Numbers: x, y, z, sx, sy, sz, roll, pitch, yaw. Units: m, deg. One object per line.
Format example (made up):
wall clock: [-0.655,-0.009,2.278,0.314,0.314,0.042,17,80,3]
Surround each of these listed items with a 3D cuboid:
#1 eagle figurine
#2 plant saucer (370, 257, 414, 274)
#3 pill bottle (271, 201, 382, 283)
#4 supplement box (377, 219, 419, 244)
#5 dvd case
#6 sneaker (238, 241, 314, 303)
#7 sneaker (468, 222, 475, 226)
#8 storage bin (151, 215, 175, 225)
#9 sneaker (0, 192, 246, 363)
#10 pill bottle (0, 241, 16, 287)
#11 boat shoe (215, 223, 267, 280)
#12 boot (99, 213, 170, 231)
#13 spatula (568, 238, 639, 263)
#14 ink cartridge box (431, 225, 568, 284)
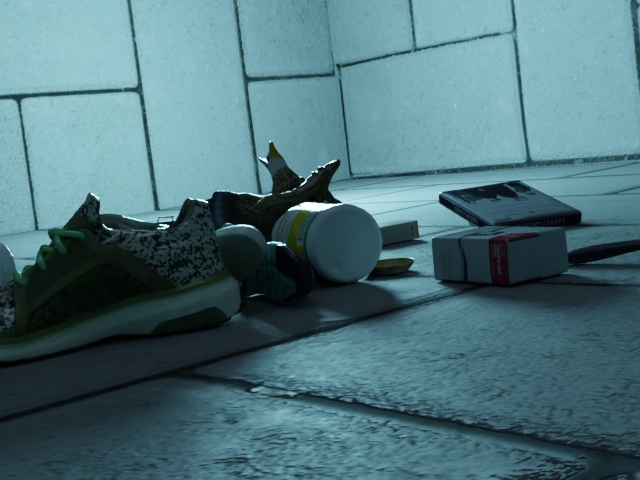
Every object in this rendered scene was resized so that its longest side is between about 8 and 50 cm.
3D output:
eagle figurine: [-0.067,-0.074,1.859,0.226,0.225,0.298,15,-15,-22]
plant saucer: [0.102,0.040,1.520,0.084,0.015,0.083,-7,7,1]
pill bottle: [0.000,0.000,1.532,0.118,0.117,0.208,-9,6,-22]
supplement box: [0.129,-0.014,1.898,0.098,0.036,0.062,-10,7,-30]
dvd case: [0.355,-0.064,1.915,0.179,0.029,0.239,-9,20,-16]
sneaker: [-0.043,0.040,1.395,0.098,0.083,0.224,-4,4,-27]
sneaker: [0.340,-0.044,1.966,0.109,0.040,0.044,-18,22,-35]
storage bin: [-0.295,0.001,2.014,0.135,0.098,0.091,-5,-4,14]
sneaker: [-0.301,0.035,1.230,0.411,0.182,0.158,-10,7,-22]
pill bottle: [-0.572,0.064,1.438,0.146,0.146,0.264,-2,8,38]
boat shoe: [-0.139,0.015,1.383,0.227,0.079,0.081,-30,25,50]
boot: [-0.316,-0.002,1.832,0.247,0.083,0.161,2,3,-31]
spatula: [0.455,0.011,1.326,0.297,0.030,0.084,-4,6,29]
ink cartridge box: [0.237,0.018,1.347,0.109,0.063,0.150,-11,8,-33]
